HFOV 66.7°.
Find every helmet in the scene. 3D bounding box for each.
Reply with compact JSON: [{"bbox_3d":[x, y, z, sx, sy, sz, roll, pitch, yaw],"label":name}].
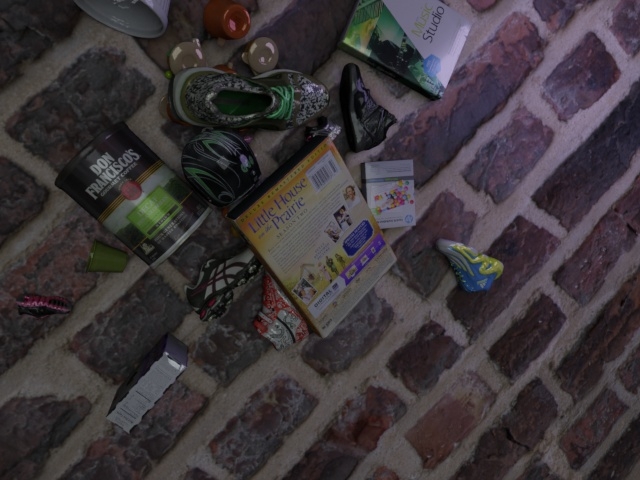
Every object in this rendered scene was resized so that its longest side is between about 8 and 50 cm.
[{"bbox_3d":[-0.233,-0.175,1.115,0.169,0.169,0.161,-44,112,-7],"label":"helmet"}]

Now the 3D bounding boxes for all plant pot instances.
[{"bbox_3d":[-0.508,0.045,1.164,0.079,0.083,0.083,15,92,-30],"label":"plant pot"}]

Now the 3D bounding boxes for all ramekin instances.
[{"bbox_3d":[-0.425,-0.547,1.056,0.207,0.207,0.109,17,82,-17],"label":"ramekin"}]

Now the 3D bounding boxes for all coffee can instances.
[{"bbox_3d":[-0.414,-0.099,1.104,0.201,0.201,0.275,-46,106,-7],"label":"coffee can"}]

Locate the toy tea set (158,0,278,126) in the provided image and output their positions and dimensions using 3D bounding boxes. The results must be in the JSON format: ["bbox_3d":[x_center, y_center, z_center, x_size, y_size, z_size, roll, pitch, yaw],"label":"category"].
[{"bbox_3d":[-0.272,-0.431,1.175,0.336,0.124,0.200,-43,135,-11],"label":"toy tea set"}]

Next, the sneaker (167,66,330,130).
[{"bbox_3d":[-0.129,-0.315,1.134,0.410,0.182,0.158,-13,118,-33],"label":"sneaker"}]

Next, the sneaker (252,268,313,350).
[{"bbox_3d":[-0.125,0.161,1.272,0.145,0.090,0.270,-30,106,-13],"label":"sneaker"}]

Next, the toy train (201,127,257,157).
[{"bbox_3d":[-0.243,-0.203,1.218,0.166,0.046,0.125,37,93,-19],"label":"toy train"}]

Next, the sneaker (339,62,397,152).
[{"bbox_3d":[0.126,-0.358,1.290,0.130,0.087,0.227,-16,103,-15],"label":"sneaker"}]

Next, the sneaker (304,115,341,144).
[{"bbox_3d":[-0.023,-0.258,1.270,0.075,0.063,0.170,43,79,-16],"label":"sneaker"}]

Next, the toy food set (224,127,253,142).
[{"bbox_3d":[-0.205,-0.285,1.237,0.078,0.019,0.122,20,89,-17],"label":"toy food set"}]

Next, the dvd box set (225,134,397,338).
[{"bbox_3d":[0.000,0.000,1.200,0.307,0.062,0.420,-46,124,-18],"label":"dvd box set"}]

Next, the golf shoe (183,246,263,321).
[{"bbox_3d":[-0.230,0.076,1.202,0.120,0.105,0.273,45,98,10],"label":"golf shoe"}]

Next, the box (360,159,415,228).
[{"bbox_3d":[0.189,-0.128,1.356,0.145,0.038,0.186,-5,99,-15],"label":"box"}]

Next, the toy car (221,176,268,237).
[{"bbox_3d":[-0.163,-0.092,1.221,0.182,0.159,0.136,-33,67,-10],"label":"toy car"}]

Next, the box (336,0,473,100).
[{"bbox_3d":[0.231,-0.556,1.311,0.322,0.058,0.232,22,90,-16],"label":"box"}]

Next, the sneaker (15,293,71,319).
[{"bbox_3d":[-0.655,0.163,1.152,0.119,0.047,0.057,11,112,-15],"label":"sneaker"}]

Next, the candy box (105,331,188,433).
[{"bbox_3d":[-0.411,0.335,1.171,0.070,0.165,0.196,42,85,-14],"label":"candy box"}]

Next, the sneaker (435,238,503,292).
[{"bbox_3d":[0.425,0.084,1.419,0.240,0.091,0.126,21,91,-18],"label":"sneaker"}]
